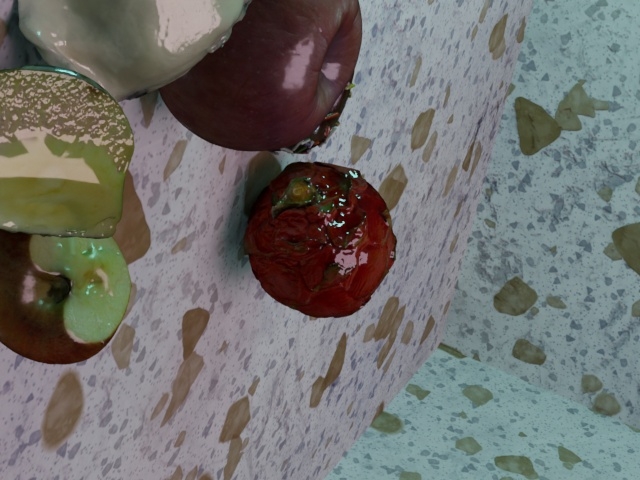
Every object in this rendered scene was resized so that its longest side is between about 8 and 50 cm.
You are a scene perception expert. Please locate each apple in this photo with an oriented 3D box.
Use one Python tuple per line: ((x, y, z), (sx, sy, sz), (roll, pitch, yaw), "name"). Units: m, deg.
((-0.331, 0.060, 1.437), (0.195, 0.160, 0.173), (62, 19, -13), "apple")
((-0.085, -0.268, 1.635), (0.306, 0.235, 0.306), (-58, 161, -33), "apple")
((-0.322, -0.110, 1.288), (0.265, 0.120, 0.193), (6, 116, -46), "apple")

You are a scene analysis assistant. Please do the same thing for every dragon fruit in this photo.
((0.000, 0.000, 2.111), (0.277, 0.277, 0.342), (-64, 155, -11), "dragon fruit")

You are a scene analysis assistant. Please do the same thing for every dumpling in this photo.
((-0.214, -0.298, 1.390), (0.318, 0.187, 0.243), (-45, 128, -14), "dumpling")

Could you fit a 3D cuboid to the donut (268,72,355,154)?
((-0.023, -0.267, 2.002), (0.270, 0.103, 0.270), (-51, 154, -36), "donut")
